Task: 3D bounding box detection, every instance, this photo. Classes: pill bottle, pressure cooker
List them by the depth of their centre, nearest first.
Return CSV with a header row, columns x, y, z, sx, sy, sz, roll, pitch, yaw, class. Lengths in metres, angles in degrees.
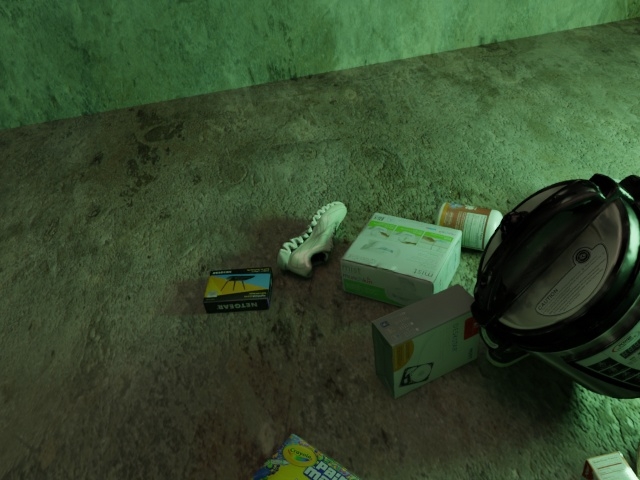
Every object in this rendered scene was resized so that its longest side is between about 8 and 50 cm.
x,y,z,sx,sy,sz,roll,pitch,yaw,class
0.523,0.088,1.193,0.375,0.420,0.370,-15,48,56,pressure cooker
0.443,-0.035,1.691,0.216,0.121,0.121,11,42,22,pill bottle

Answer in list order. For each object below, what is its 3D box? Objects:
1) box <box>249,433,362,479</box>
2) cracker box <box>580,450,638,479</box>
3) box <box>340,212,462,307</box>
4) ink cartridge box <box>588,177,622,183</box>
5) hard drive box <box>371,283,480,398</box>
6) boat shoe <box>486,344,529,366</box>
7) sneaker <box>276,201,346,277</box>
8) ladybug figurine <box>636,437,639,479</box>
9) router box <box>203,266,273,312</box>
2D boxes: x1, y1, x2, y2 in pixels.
x,y,z,sx,sy,sz,roll,pitch,yaw,class
-0.053,0.522,0.927,0.177,0.290,0.279,23,48,33,box
0.512,0.494,0.973,0.067,0.156,0.232,-11,37,-3,cracker box
0.221,0.055,1.611,0.261,0.127,0.231,13,43,25,box
0.771,-0.057,1.640,0.289,0.122,0.211,-29,33,-25,ink cartridge box
0.240,0.226,1.344,0.232,0.181,0.089,-22,40,-17,hard drive box
0.493,0.214,1.400,0.233,0.079,0.084,-24,39,-22,boat shoe
0.000,0.000,1.751,0.118,0.110,0.292,26,57,26,sneaker
0.728,0.409,1.037,0.449,0.162,0.305,-30,42,-26,ladybug figurine
-0.226,0.136,1.652,0.178,0.046,0.133,-5,38,4,router box
